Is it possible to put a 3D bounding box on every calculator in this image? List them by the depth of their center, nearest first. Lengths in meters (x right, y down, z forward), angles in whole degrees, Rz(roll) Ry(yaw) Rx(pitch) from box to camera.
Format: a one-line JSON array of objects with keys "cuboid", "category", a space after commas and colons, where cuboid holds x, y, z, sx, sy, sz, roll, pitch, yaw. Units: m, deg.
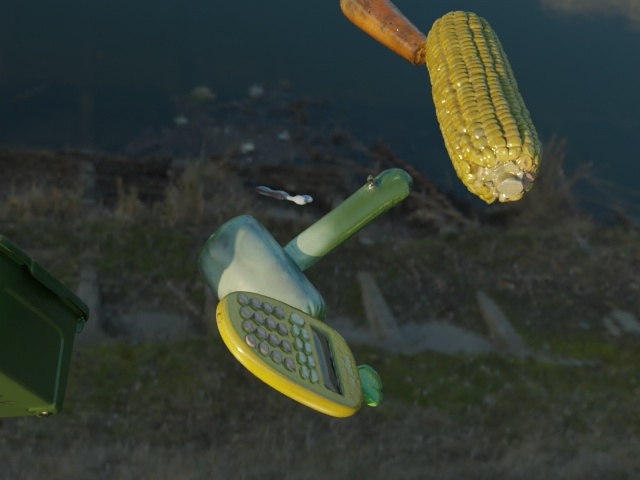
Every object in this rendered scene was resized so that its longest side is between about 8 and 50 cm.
[{"cuboid": [-0.020, 0.130, 1.488, 0.235, 0.032, 0.146, 30, 27, -30], "category": "calculator"}]

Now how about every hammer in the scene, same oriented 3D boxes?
[{"cuboid": [0.000, 0.000, 1.898, 0.335, 0.119, 0.206, -37, 74, -12], "category": "hammer"}]

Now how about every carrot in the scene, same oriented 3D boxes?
[{"cuboid": [0.083, -0.269, 1.642, 0.055, 0.055, 0.161, -16, 47, -33], "category": "carrot"}]

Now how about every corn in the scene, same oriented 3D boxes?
[{"cuboid": [0.139, -0.119, 1.159, 0.080, 0.080, 0.238, 3, 40, -12], "category": "corn"}]

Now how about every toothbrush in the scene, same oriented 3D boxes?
[{"cuboid": [-0.059, -0.068, 1.969, 0.019, 0.013, 0.193, -13, 12, -24], "category": "toothbrush"}]

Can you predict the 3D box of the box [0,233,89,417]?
[{"cuboid": [-0.457, 0.116, 1.663, 0.252, 0.329, 0.178, -7, 68, 13], "category": "box"}]
